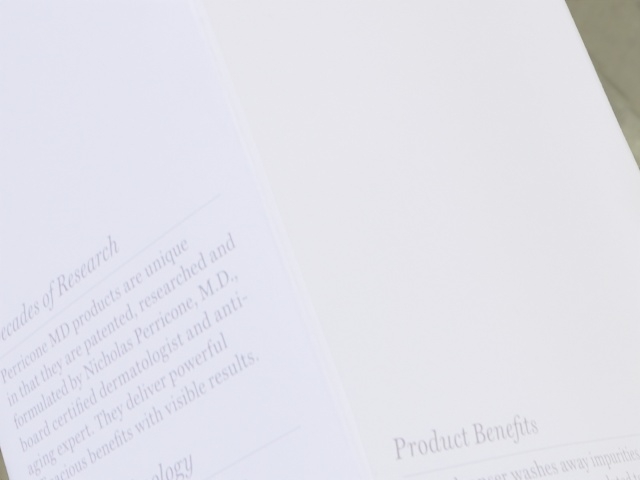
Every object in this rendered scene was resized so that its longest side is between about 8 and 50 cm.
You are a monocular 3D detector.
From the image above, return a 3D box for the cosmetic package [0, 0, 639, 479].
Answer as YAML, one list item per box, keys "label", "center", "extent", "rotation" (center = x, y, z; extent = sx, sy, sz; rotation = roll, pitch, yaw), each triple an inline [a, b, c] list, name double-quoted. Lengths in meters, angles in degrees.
- label: "cosmetic package"
  center: [0.000, 0.000, 0.538]
  extent: [0.156, 0.217, 0.385]
  rotation: [-36, 65, 37]
